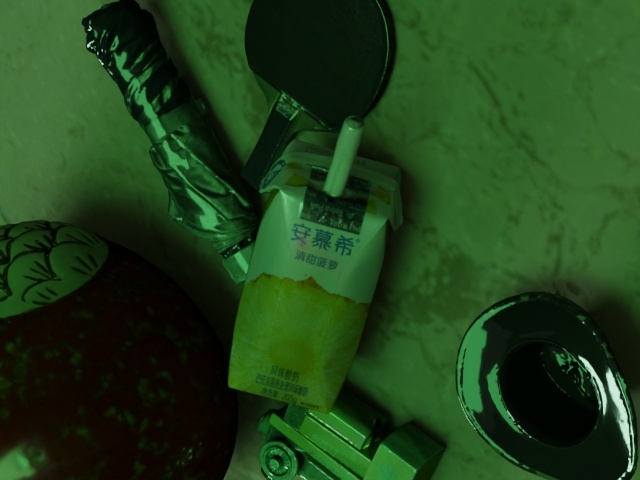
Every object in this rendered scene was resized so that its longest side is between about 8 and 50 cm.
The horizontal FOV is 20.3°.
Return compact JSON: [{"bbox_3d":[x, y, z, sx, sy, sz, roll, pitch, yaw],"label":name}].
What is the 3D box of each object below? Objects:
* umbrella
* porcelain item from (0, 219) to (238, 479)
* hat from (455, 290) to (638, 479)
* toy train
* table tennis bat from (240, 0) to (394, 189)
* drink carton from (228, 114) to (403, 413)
[{"bbox_3d":[-0.086,-0.060,1.088,0.050,0.046,0.188,-23,102,45],"label":"umbrella"},{"bbox_3d":[-0.184,0.117,1.121,0.253,0.253,0.253,16,120,30],"label":"porcelain item"},{"bbox_3d":[0.135,0.081,0.982,0.121,0.050,0.121,17,117,35],"label":"hat"},{"bbox_3d":[0.016,0.132,1.098,0.122,0.050,0.081,36,124,19],"label":"toy train"},{"bbox_3d":[-0.011,-0.093,1.034,0.095,0.014,0.158,38,127,15],"label":"table tennis bat"},{"bbox_3d":[0.000,0.000,1.024,0.084,0.074,0.200,17,123,1],"label":"drink carton"}]
